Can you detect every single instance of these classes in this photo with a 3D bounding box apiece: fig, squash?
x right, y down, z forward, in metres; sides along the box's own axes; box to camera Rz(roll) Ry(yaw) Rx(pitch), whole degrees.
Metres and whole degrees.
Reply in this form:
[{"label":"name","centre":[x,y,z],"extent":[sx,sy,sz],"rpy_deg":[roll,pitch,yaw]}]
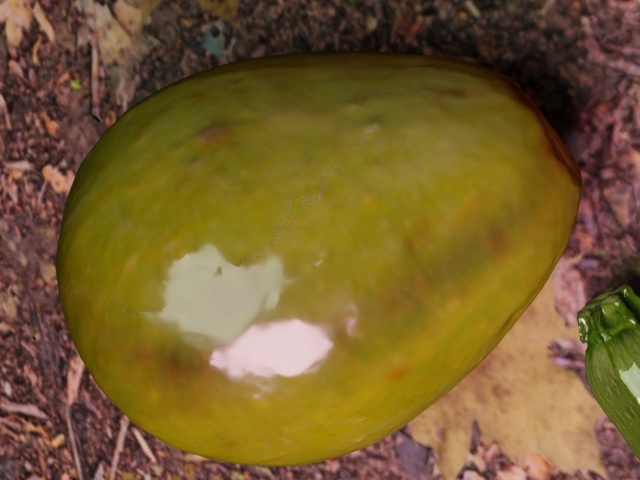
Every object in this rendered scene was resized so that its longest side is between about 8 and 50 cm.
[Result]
[{"label":"fig","centre":[0.000,0.000,1.063],"extent":[0.326,0.258,0.258],"rpy_deg":[-22,92,26]},{"label":"squash","centre":[0.230,0.122,1.045],"extent":[0.219,0.068,0.077],"rpy_deg":[53,144,9]}]
